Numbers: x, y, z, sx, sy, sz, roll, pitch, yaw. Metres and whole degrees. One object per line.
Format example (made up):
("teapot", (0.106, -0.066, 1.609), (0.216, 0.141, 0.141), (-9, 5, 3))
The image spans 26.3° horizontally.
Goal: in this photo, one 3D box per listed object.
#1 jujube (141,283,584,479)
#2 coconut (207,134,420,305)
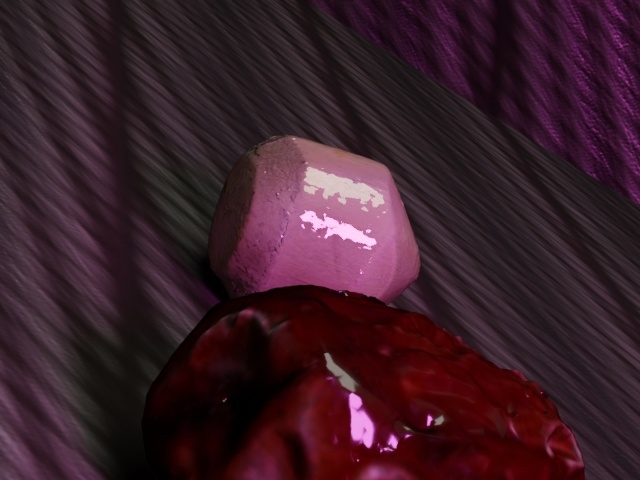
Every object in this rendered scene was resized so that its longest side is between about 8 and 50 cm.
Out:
("jujube", (0.044, 0.167, 1.131), (0.377, 0.258, 0.258), (13, 26, -28))
("coconut", (0.000, 0.000, 1.525), (0.234, 0.224, 0.224), (18, 24, -27))
